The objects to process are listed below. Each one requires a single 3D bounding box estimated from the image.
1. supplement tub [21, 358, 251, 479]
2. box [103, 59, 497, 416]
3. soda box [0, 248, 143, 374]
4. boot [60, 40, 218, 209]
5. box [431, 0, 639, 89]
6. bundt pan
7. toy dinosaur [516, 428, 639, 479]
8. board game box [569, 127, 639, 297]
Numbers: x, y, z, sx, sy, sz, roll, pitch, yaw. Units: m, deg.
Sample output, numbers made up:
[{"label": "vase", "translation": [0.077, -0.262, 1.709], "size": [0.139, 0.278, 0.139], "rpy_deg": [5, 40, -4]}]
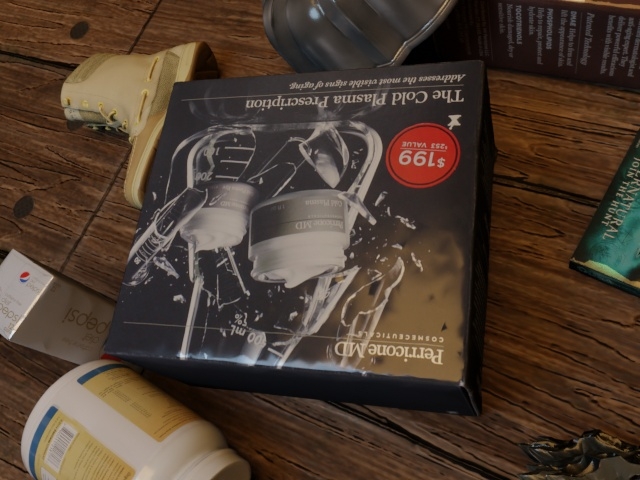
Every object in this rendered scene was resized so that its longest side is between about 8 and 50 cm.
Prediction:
[{"label": "supplement tub", "translation": [-0.186, 0.226, 0.651], "size": [0.200, 0.144, 0.144], "rpy_deg": [26, 77, 25]}, {"label": "box", "translation": [0.000, 0.000, 0.672], "size": [0.343, 0.179, 0.312], "rpy_deg": [1, 69, 19]}, {"label": "soda box", "translation": [-0.262, 0.089, 0.696], "size": [0.069, 0.216, 0.074], "rpy_deg": [27, 78, 25]}, {"label": "boot", "translation": [-0.267, -0.158, 0.875], "size": [0.204, 0.095, 0.261], "rpy_deg": [3, 67, 19]}, {"label": "box", "translation": [0.331, -0.288, 0.714], "size": [0.382, 0.143, 0.191], "rpy_deg": [16, 73, 22]}, {"label": "bundt pan", "translation": [0.047, -0.331, 0.738], "size": [0.331, 0.124, 0.330], "rpy_deg": [-39, 34, 33]}, {"label": "toy dinosaur", "translation": [0.244, 0.273, 0.516], "size": [0.322, 0.164, 0.218], "rpy_deg": [-12, 78, -7]}, {"label": "board game box", "translation": [0.356, -0.028, 0.653], "size": [0.126, 0.026, 0.186], "rpy_deg": [26, 77, 26]}]
